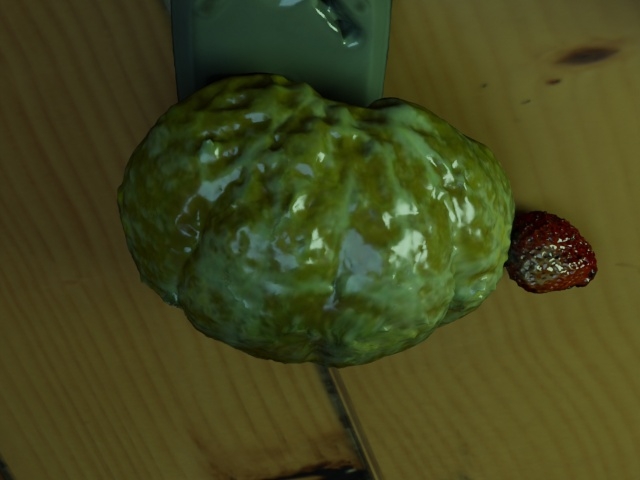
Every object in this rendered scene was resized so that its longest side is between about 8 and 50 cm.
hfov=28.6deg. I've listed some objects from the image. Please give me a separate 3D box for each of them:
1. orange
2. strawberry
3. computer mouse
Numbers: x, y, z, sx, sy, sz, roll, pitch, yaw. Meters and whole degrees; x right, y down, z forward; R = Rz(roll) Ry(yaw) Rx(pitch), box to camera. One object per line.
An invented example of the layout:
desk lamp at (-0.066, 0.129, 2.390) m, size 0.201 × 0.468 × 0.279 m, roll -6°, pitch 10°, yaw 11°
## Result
orange at (0.000, 0.000, 1.124) m, size 0.369 × 0.210 × 0.270 m, roll 8°, pitch 136°, yaw -8°
strawberry at (0.220, 0.015, 1.213) m, size 0.096 × 0.083 × 0.083 m, roll 25°, pitch 125°, yaw -5°
computer mouse at (-0.038, -0.166, 1.159) m, size 0.197 × 0.095 × 0.330 m, roll 4°, pitch 134°, yaw -2°
